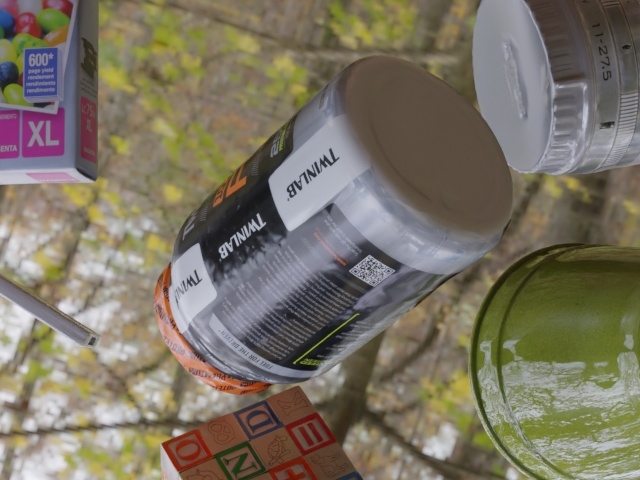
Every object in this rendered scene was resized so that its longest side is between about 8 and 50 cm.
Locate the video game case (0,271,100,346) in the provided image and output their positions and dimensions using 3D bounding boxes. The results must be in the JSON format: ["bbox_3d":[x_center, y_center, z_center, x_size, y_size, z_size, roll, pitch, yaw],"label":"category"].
[{"bbox_3d":[-0.415,0.091,2.033,0.204,0.025,0.285,33,172,-2],"label":"video game case"}]

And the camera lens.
[{"bbox_3d":[0.323,-0.189,1.473,0.274,0.219,0.219,-11,-167,-15],"label":"camera lens"}]

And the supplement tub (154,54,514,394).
[{"bbox_3d":[0.000,0.000,1.312,0.207,0.338,0.207,26,-136,-28],"label":"supplement tub"}]

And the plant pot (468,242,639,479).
[{"bbox_3d":[0.441,0.160,1.892,0.366,0.366,0.353,16,166,-17],"label":"plant pot"}]

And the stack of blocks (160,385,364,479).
[{"bbox_3d":[-0.026,0.310,1.456,0.171,0.087,0.297,-21,-128,-23],"label":"stack of blocks"}]

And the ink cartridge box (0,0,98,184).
[{"bbox_3d":[-0.292,-0.205,1.256,0.185,0.311,0.065,-2,170,11],"label":"ink cartridge box"}]
